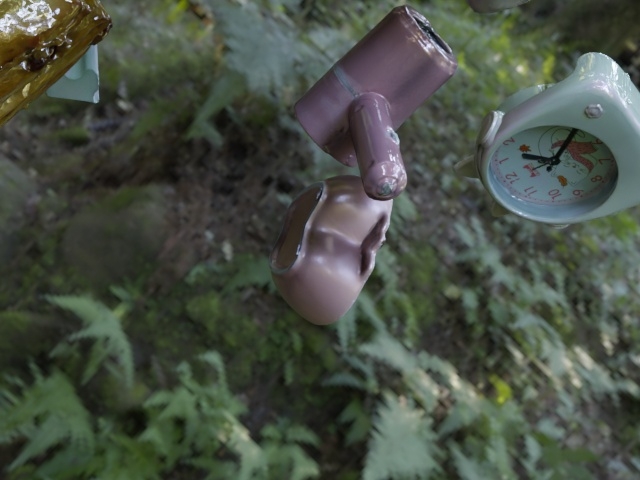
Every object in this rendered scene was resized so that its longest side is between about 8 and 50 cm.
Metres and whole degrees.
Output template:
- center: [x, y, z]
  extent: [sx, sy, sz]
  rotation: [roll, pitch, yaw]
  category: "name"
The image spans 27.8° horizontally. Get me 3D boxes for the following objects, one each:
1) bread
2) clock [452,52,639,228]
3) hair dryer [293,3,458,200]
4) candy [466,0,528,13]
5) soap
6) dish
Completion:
- center: [-0.427, -0.298, 1.549]
  extent: [0.324, 0.277, 0.167]
  rotation: [50, -9, -24]
  category: "bread"
- center: [0.384, -0.145, 2.108]
  extent: [0.265, 0.324, 0.109]
  rotation: [46, 38, -32]
  category: "clock"
- center: [0.087, -0.156, 1.678]
  extent: [0.125, 0.210, 0.352]
  rotation: [40, 20, -24]
  category: "hair dryer"
- center: [0.287, -0.469, 1.629]
  extent: [0.145, 0.358, 0.208]
  rotation: [3, -49, 54]
  category: "candy"
- center: [-0.405, -0.332, 2.081]
  extent: [0.091, 0.231, 0.145]
  rotation: [-1, 28, -11]
  category: "soap"
- center: [0.000, 0.000, 1.687]
  extent: [0.090, 0.213, 0.213]
  rotation: [27, 13, -21]
  category: "dish"
